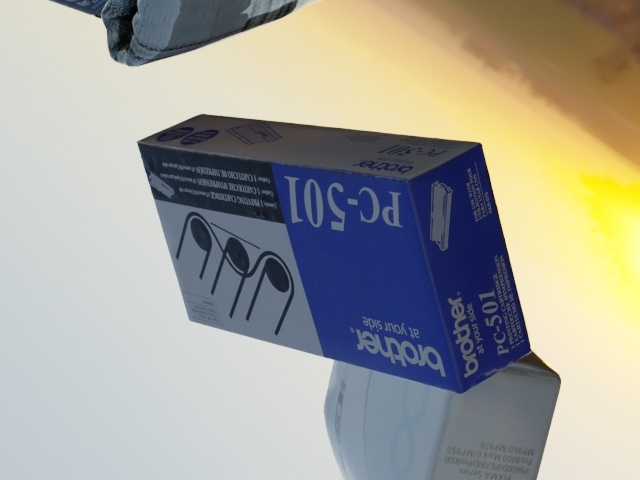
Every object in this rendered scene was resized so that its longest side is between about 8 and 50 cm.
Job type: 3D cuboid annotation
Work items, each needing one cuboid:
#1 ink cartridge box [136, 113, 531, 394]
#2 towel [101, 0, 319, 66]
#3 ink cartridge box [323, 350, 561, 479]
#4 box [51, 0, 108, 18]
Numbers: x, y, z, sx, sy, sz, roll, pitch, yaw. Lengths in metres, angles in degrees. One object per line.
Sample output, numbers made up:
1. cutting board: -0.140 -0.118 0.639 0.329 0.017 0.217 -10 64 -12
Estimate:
1. ink cartridge box: 0.000 0.000 0.819 0.207 0.046 0.097 10 121 53
2. towel: 0.073 -0.200 0.697 0.056 0.312 0.324 58 156 17
3. ink cartridge box: 0.057 0.232 1.442 0.091 0.385 0.308 12 -170 -15
4. box: -0.131 -0.224 1.271 0.175 0.051 0.220 16 155 -30
